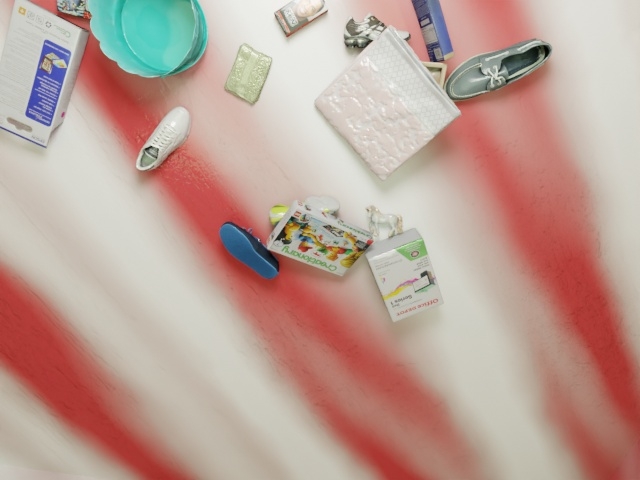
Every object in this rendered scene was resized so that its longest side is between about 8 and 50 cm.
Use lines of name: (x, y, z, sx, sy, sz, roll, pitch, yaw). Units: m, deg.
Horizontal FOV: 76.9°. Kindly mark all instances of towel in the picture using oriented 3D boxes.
towel: (0.191, -0.391, 1.197, 0.332, 0.053, 0.317, 48, 122, -6)
towel: (-0.216, -0.502, 1.217, 0.110, 0.027, 0.148, 24, 108, -13)

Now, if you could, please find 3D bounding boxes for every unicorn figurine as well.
unicorn figurine: (0.210, -0.068, 1.400, 0.162, 0.060, 0.111, -3, 112, -19)

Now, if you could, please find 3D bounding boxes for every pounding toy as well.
pounding toy: (0.263, -0.451, 1.235, 0.206, 0.094, 0.181, 10, 113, 11)

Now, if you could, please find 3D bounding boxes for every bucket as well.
bucket: (-0.449, -0.586, 1.089, 0.281, 0.183, 0.281, -1, 112, -3)

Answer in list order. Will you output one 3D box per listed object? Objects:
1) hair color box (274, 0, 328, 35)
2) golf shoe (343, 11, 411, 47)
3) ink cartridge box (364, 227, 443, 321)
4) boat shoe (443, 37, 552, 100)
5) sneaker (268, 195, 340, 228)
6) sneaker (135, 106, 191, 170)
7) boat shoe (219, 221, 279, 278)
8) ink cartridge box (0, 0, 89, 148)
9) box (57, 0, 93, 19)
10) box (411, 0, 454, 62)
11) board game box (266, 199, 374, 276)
hair color box: (-0.055, -0.656, 1.158, 0.141, 0.043, 0.072, -30, 109, 8)
golf shoe: (0.166, -0.611, 1.170, 0.198, 0.077, 0.093, -3, 111, -3)
ink cartridge box: (0.298, 0.126, 1.442, 0.202, 0.117, 0.278, -22, 111, 5)
boat shoe: (0.531, -0.515, 1.215, 0.320, 0.099, 0.116, -22, 111, 5)
sneaker: (-0.051, -0.075, 1.374, 0.240, 0.091, 0.126, -7, 130, -1)
sneaker: (-0.483, -0.308, 1.243, 0.090, 0.095, 0.235, 36, 104, -14)
boat shoe: (-0.246, 0.030, 1.395, 0.109, 0.089, 0.258, -28, 116, 21)
ink cartridge box: (-0.824, -0.476, 1.174, 0.176, 0.069, 0.370, 25, 105, -13)
box: (-0.673, -0.695, 1.116, 0.094, 0.027, 0.136, 11, 110, -8)
box: (0.311, -0.623, 1.140, 0.037, 0.136, 0.225, -24, 111, 7)
board game box: (0.000, 0.000, 1.352, 0.305, 0.053, 0.193, 22, 125, -25)
